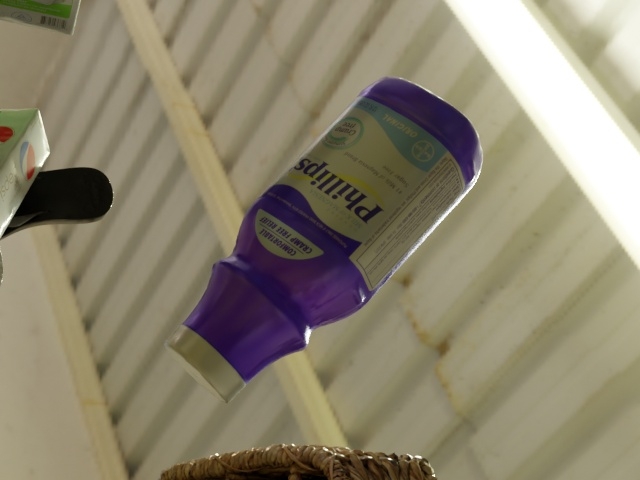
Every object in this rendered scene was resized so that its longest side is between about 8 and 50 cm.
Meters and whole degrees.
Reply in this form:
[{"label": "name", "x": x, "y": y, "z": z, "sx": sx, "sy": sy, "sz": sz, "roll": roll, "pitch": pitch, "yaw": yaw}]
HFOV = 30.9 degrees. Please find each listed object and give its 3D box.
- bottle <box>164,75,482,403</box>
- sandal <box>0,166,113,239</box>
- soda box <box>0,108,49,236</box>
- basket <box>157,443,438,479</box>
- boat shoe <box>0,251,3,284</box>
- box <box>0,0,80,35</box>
[{"label": "bottle", "x": 0.000, "y": 0.000, "z": 0.892, "sx": 0.118, "sy": 0.092, "sz": 0.283, "roll": 35, "pitch": -107, "yaw": 32}, {"label": "sandal", "x": -0.390, "y": -0.051, "z": 1.468, "sx": 0.097, "sy": 0.254, "sz": 0.054, "roll": 71, "pitch": -22, "yaw": 9}, {"label": "soda box", "x": -0.396, "y": -0.078, "z": 1.387, "sx": 0.216, "sy": 0.073, "sz": 0.069, "roll": -79, "pitch": 166, "yaw": -54}, {"label": "basket", "x": -0.020, "y": 0.331, "z": 1.003, "sx": 0.213, "sy": 0.223, "sz": 0.299, "roll": 138, "pitch": -42, "yaw": -56}, {"label": "boat shoe", "x": -0.499, "y": -0.027, "z": 1.575, "sx": 0.095, "sy": 0.084, "sz": 0.258, "roll": -54, "pitch": -134, "yaw": 24}, {"label": "box", "x": -0.372, "y": -0.348, "z": 1.231, "sx": 0.231, "sy": 0.261, "sz": 0.127, "roll": 130, "pitch": -32, "yaw": -64}]
